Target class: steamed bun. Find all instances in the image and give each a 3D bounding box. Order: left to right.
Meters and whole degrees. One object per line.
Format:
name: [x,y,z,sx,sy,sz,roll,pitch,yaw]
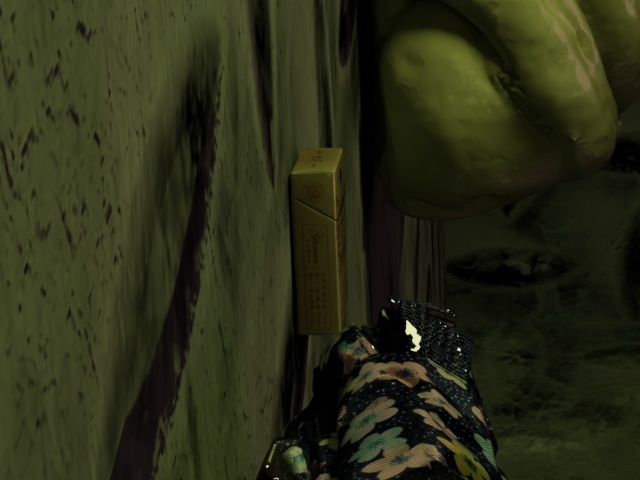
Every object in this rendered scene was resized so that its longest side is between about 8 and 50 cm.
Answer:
steamed bun: [0.159,-0.194,1.510,0.352,0.247,0.339,-89,178,-71]

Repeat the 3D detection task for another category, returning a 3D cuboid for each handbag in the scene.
handbag: [0.027,0.146,0.674,0.208,0.126,0.229,-95,-177,-75]

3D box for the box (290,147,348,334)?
box: [0.000,0.000,0.956,0.053,0.024,0.083,-73,163,-73]
